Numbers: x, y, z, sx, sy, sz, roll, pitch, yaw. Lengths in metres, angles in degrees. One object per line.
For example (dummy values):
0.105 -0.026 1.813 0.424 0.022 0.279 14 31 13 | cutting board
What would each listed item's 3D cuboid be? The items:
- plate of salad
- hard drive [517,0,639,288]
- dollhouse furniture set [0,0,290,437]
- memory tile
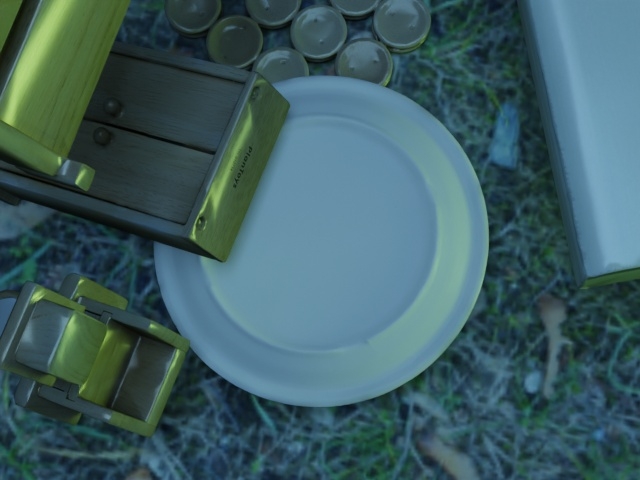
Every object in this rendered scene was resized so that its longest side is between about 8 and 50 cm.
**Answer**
0.000 0.000 0.788 0.200 0.048 0.200 -1 79 6 | plate of salad
0.219 -0.167 0.714 0.233 0.047 0.353 -10 79 1 | hard drive
-0.184 -0.094 0.648 0.174 0.355 0.303 16 79 29 | dollhouse furniture set
-0.016 -0.142 0.838 0.148 0.012 0.113 39 83 10 | memory tile
